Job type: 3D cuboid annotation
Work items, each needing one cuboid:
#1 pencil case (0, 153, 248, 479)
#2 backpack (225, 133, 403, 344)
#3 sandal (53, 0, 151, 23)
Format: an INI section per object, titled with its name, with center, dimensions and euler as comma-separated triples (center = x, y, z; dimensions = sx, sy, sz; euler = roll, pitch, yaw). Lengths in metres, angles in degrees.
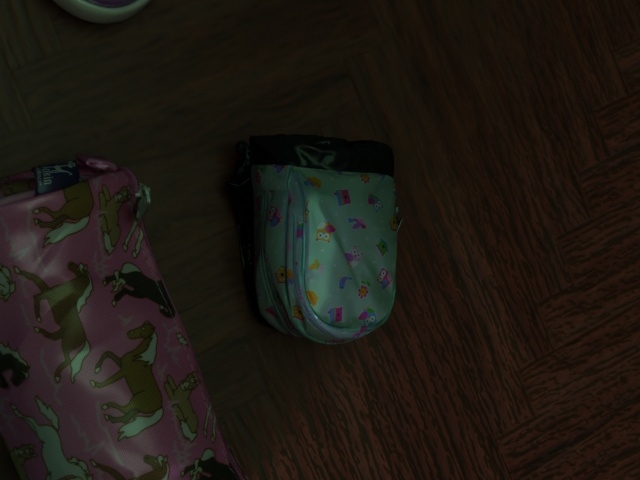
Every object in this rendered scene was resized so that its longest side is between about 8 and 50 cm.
[pencil case]
center = -0.169, 0.125, 1.076
dimensions = 0.160, 0.167, 0.386
euler = -30, 102, -57
[backpack]
center = 0.000, 0.000, 1.184
dimensions = 0.151, 0.115, 0.182
euler = 3, 89, -28
[sandal]
center = -0.103, -0.370, 1.161
dimensions = 0.169, 0.102, 0.416
euler = 29, 75, -21
